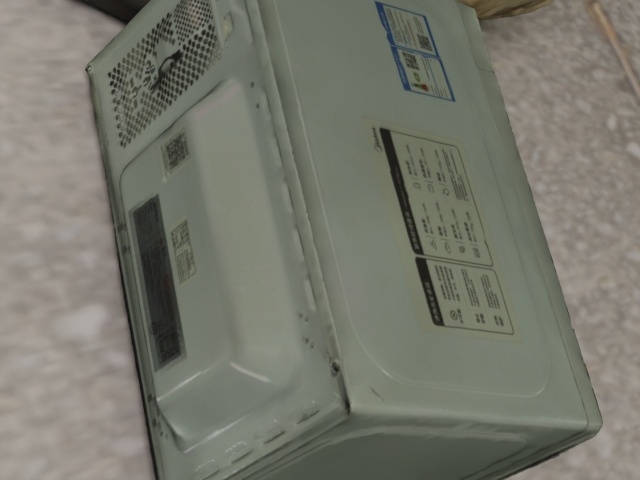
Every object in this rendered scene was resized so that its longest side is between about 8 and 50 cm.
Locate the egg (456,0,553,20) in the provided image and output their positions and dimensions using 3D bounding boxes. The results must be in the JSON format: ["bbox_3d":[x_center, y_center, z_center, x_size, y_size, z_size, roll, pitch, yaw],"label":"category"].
[{"bbox_3d":[0.087,-0.229,0.732,0.203,0.203,0.245,44,59,-12],"label":"egg"}]

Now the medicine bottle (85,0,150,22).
[{"bbox_3d":[-0.085,-0.129,0.609,0.199,0.057,0.058,25,48,-31],"label":"medicine bottle"}]

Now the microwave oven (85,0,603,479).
[{"bbox_3d":[0.000,0.000,0.553,0.162,0.122,0.208,10,56,-40],"label":"microwave oven"}]
